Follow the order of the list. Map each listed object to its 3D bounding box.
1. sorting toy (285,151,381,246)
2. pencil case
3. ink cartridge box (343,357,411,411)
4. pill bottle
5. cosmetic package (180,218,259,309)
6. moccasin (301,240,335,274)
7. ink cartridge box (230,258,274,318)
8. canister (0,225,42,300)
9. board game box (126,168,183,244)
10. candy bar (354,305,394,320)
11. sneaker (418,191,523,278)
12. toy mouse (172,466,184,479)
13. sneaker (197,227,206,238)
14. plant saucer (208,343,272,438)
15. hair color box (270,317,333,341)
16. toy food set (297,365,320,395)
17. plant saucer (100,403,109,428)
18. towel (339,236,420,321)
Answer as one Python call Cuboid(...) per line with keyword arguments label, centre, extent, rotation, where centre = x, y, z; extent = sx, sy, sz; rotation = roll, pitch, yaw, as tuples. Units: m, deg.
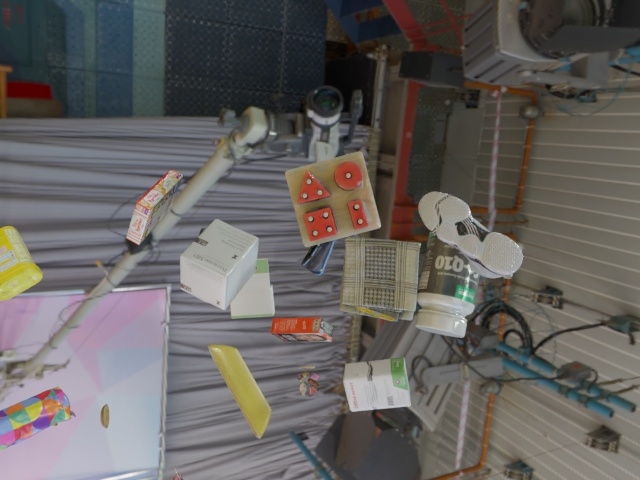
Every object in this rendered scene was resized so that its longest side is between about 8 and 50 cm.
Cuboid(label="sorting toy", centre=(0.039, -0.131, 1.689), extent=(0.089, 0.257, 0.255), rotation=(-57, 132, -86))
Cuboid(label="pencil case", centre=(-0.756, 0.463, 1.354), extent=(0.104, 0.236, 0.104), rotation=(14, -69, 41))
Cuboid(label="ink cartridge box", centre=(0.203, 0.517, 1.909), extent=(0.092, 0.220, 0.160), rotation=(-79, 159, -63))
Cuboid(label="pill bottle", centre=(0.456, 0.149, 1.893), extent=(0.204, 0.204, 0.360), rotation=(-11, -117, 62))
Cuboid(label="cosmetic package", centre=(-0.290, 0.068, 1.537), extent=(0.183, 0.151, 0.151), rotation=(-56, 165, -45))
Cuboid(label="moccasin", centre=(0.000, 0.000, 2.281), extent=(0.137, 0.117, 0.341), rotation=(-77, -175, -66))
Cuboid(label="ink cartridge box", centre=(-0.276, 0.185, 2.096), extent=(0.056, 0.171, 0.234), rotation=(-74, 160, -81))
Cuboid(label="canister", centre=(-0.834, 0.057, 1.413), extent=(0.170, 0.126, 0.073), rotation=(50, -17, 24))
Cuboid(label="board game box", centre=(-0.474, -0.098, 1.529), extent=(0.146, 0.045, 0.193), rotation=(-58, -175, 37))
Cuboid(label="candy bar", centre=(0.208, 0.282, 2.060), extent=(0.040, 0.162, 0.018), rotation=(58, 50, -83))
Cuboid(label="sneaker", centre=(0.466, -0.002, 1.685), extent=(0.366, 0.210, 0.137), rotation=(40, -92, 24))
Cuboid(label="toy mouse", centre=(-0.421, 0.751, 1.624), extent=(0.161, 0.031, 0.143), rotation=(12, -48, 53))
Cuboid(label="sneaker", centre=(-0.393, 0.078, 1.908), extent=(0.319, 0.131, 0.112), rotation=(111, -13, -48))
Cuboid(label="plant saucer", centre=(-0.261, 0.500, 1.804), extent=(0.332, 0.081, 0.332), rotation=(58, -17, 12))
Cuboid(label="hair color box", centre=(-0.047, 0.225, 1.339), extent=(0.141, 0.072, 0.043), rotation=(-7, -119, 29))
Cuboid(label="toy food set", centre=(-0.038, 0.480, 1.805), extent=(0.019, 0.078, 0.122), rotation=(-88, 170, -65))
Cuboid(label="plant saucer", centre=(-0.753, 0.613, 1.856), extent=(0.083, 0.015, 0.083), rotation=(176, -90, -80))
Cuboid(label="towel", centre=(0.232, 0.154, 2.119), extent=(0.056, 0.312, 0.324), rotation=(-22, 116, -72))
